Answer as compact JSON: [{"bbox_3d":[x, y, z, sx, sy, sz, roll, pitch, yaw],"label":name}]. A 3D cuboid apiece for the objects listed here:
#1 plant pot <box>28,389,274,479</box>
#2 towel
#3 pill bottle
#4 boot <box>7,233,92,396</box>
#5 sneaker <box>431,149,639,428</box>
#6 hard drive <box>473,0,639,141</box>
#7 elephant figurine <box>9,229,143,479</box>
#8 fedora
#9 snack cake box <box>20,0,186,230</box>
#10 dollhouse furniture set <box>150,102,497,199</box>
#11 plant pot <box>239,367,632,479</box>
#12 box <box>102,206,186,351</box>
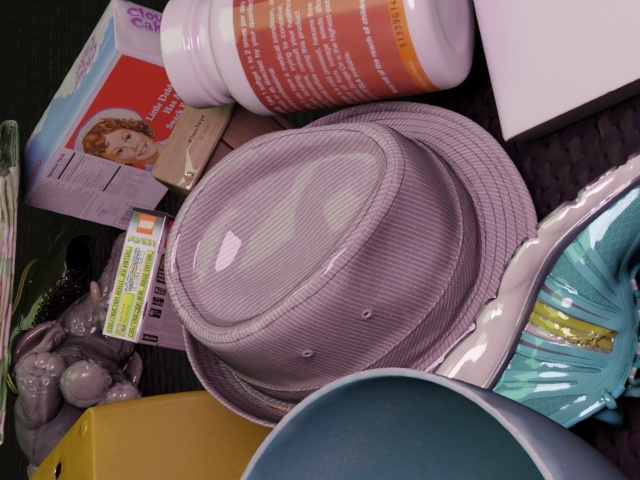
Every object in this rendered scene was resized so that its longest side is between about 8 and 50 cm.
[{"bbox_3d":[-0.139,0.250,1.118,0.212,0.187,0.212,-47,40,39],"label":"plant pot"},{"bbox_3d":[-0.369,0.044,1.486,0.248,0.038,0.324,-127,42,-70],"label":"towel"},{"bbox_3d":[-0.004,-0.158,0.969,0.216,0.121,0.121,-6,67,24],"label":"pill bottle"},{"bbox_3d":[-0.351,0.094,1.677,0.137,0.077,0.197,-31,52,44],"label":"boot"},{"bbox_3d":[0.161,0.061,0.813,0.110,0.107,0.275,37,105,23],"label":"sneaker"},{"bbox_3d":[0.166,-0.243,0.882,0.203,0.040,0.307,-24,75,56],"label":"hard drive"},{"bbox_3d":[-0.258,0.131,1.448,0.239,0.186,0.169,-100,-6,-55],"label":"elephant figurine"},{"bbox_3d":[0.000,0.000,0.901,0.275,0.124,0.243,-29,60,14],"label":"fedora"},{"bbox_3d":[-0.221,-0.135,1.479,0.264,0.152,0.089,-49,38,37],"label":"snack cake box"},{"bbox_3d":[0.065,-0.032,1.058,0.356,0.174,0.303,20,81,32],"label":"dollhouse furniture set"},{"bbox_3d":[0.097,0.223,0.699,0.290,0.195,0.290,-17,68,47],"label":"plant pot"},{"bbox_3d":[-0.116,0.045,1.179,0.036,0.207,0.114,11,84,24],"label":"box"}]
